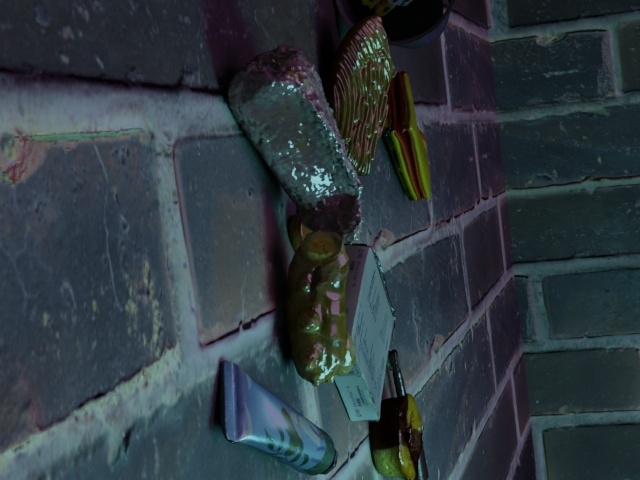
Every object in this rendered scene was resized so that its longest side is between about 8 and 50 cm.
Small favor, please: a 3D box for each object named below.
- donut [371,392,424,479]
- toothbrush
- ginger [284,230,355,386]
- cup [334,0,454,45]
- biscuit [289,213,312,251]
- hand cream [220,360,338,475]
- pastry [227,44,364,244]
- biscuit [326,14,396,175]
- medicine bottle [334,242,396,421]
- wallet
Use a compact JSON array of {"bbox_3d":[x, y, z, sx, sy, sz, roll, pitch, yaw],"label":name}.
[{"bbox_3d":[0.119,0.308,1.660,0.140,0.059,0.140,-5,90,-72],"label":"donut"},{"bbox_3d":[0.153,0.347,1.793,0.041,0.041,0.364,-57,138,-64],"label":"toothbrush"},{"bbox_3d":[-0.006,0.095,1.295,0.115,0.081,0.205,-30,120,-35],"label":"ginger"},{"bbox_3d":[0.138,-0.402,1.776,0.288,0.203,0.203,-12,96,-78],"label":"cup"},{"bbox_3d":[0.001,0.000,1.418,0.165,0.036,0.250,55,34,-56],"label":"biscuit"},{"bbox_3d":[-0.048,0.213,1.183,0.256,0.055,0.088,45,38,-54],"label":"hand cream"},{"bbox_3d":[-0.023,-0.118,1.261,0.112,0.103,0.265,-87,159,-48],"label":"pastry"},{"bbox_3d":[0.067,-0.212,1.604,0.176,0.031,0.229,-35,124,-44],"label":"biscuit"},{"bbox_3d":[0.060,0.131,1.539,0.201,0.052,0.171,-77,155,-44],"label":"medicine bottle"},{"bbox_3d":[0.153,-0.187,1.936,0.241,0.067,0.141,64,21,-58],"label":"wallet"}]
